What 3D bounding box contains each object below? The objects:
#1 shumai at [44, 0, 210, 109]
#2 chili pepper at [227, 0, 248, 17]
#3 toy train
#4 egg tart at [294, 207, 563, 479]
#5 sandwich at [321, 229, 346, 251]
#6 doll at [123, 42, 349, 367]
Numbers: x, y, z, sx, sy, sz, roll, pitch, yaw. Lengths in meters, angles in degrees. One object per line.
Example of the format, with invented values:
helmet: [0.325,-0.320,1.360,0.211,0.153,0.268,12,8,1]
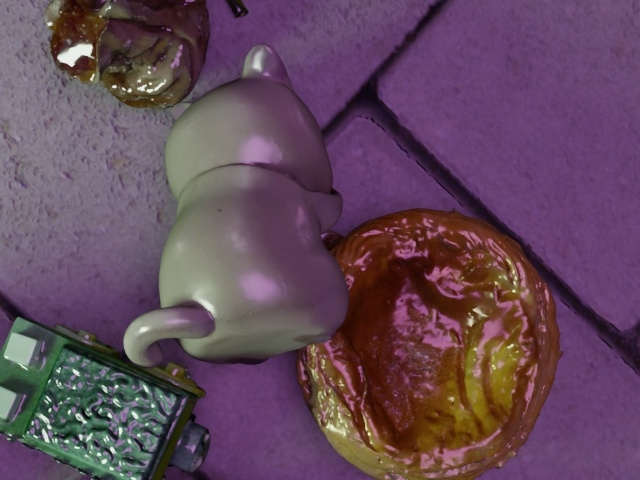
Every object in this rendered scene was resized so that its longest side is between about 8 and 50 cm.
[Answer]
shumai: [-0.224,-0.279,1.333,0.183,0.185,0.218,10,86,4]
chili pepper: [-0.114,-0.329,1.455,0.027,0.022,0.083,-12,91,22]
toy train: [-0.258,0.191,1.305,0.271,0.188,0.159,23,84,7]
egg tart: [0.130,0.134,1.419,0.352,0.150,0.352,1,82,-9]
sandwich: [0.000,0.000,1.457,0.083,0.031,0.044,-20,96,-14]
doll: [-0.083,-0.016,1.322,0.226,0.215,0.370,26,53,-29]
